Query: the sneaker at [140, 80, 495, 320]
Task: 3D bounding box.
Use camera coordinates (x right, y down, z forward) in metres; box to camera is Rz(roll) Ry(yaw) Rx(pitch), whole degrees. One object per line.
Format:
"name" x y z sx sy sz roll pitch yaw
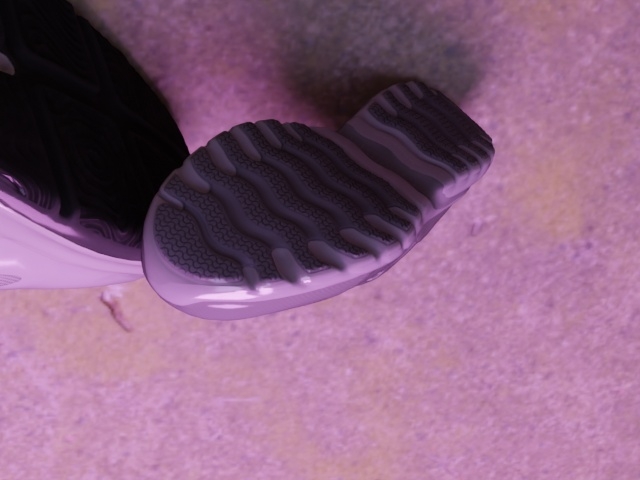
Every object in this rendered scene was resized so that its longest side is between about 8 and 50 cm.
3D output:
"sneaker" 0.000 0.000 0.816 0.281 0.105 0.115 -21 150 -53

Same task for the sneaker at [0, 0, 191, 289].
"sneaker" -0.268 -0.023 0.735 0.257 0.169 0.447 -34 154 25
